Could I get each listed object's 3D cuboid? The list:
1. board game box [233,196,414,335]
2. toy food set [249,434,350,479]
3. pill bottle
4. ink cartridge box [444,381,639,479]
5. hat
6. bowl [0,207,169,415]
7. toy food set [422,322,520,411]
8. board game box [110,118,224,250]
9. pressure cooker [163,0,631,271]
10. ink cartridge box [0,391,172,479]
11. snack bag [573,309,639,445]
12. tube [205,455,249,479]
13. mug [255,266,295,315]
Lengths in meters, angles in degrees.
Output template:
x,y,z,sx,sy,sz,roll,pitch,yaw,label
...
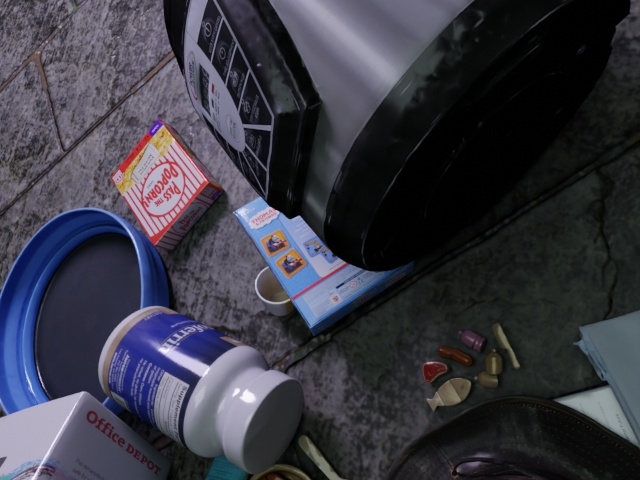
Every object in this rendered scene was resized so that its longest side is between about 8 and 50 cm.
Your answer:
x,y,z,sx,sy,sz,roll,pitch,yaw,label
0.000,0.000,0.699,0.160,0.039,0.211,-32,63,-9,board game box
-0.051,0.357,0.650,0.132,0.038,0.192,41,90,27,toy food set
-0.165,0.201,0.701,0.264,0.153,0.153,17,85,29,pill bottle
0.261,0.268,0.520,0.208,0.045,0.206,-23,67,20,ink cartridge box
0.172,0.310,0.456,0.331,0.134,0.331,-7,75,27,hat
-0.426,0.137,0.895,0.391,0.077,0.391,-8,72,26,bowl
0.175,0.150,0.614,0.122,0.019,0.078,-32,64,26,toy food set
-0.275,-0.100,0.900,0.147,0.045,0.193,-48,61,9,board game box
0.041,-0.220,0.567,0.370,0.375,0.420,-46,68,13,pressure cooker
-0.370,0.383,0.671,0.197,0.198,0.270,-21,31,23,ink cartridge box
0.422,0.137,0.383,0.342,0.037,0.323,-24,34,18,snack bag
-0.143,0.358,0.671,0.080,0.052,0.207,-4,49,35,tube
-0.051,0.079,0.721,0.078,0.064,0.062,23,60,16,mug
